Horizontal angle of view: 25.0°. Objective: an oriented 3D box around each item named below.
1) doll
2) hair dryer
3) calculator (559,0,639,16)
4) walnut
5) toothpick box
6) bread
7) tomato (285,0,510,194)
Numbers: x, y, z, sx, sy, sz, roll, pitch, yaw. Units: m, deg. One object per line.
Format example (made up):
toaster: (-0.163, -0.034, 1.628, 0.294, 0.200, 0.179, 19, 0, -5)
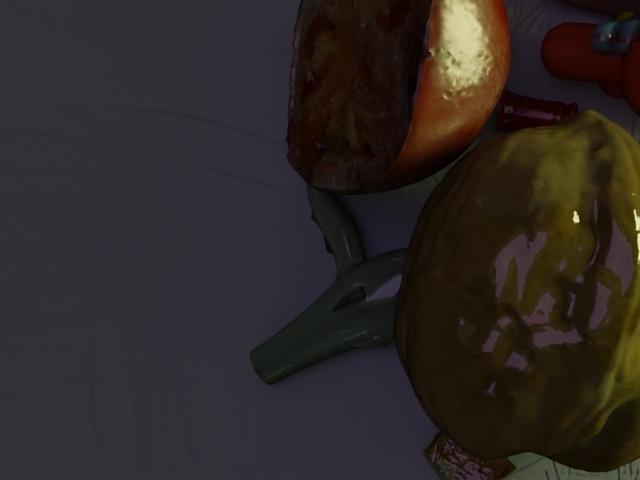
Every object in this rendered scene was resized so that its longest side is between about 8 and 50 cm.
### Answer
doll: (0.364, -0.171, 1.446, 0.290, 0.161, 0.130, 13, 87, 34)
hair dryer: (-0.016, 0.035, 1.575, 0.229, 0.092, 0.267, -48, 61, 11)
calculator: (0.350, -0.290, 1.440, 0.329, 0.220, 0.048, 10, 60, 21)
walnut: (0.228, 0.043, 1.389, 0.306, 0.306, 0.344, 7, 89, 15)
toothpick box: (0.231, -0.131, 1.533, 0.083, 0.047, 0.047, 12, 87, 14)
bread: (0.154, 0.227, 1.499, 0.070, 0.077, 0.083, -36, 76, -4)
tomato: (0.090, -0.192, 1.462, 0.143, 0.338, 0.338, 5, 83, -26)
